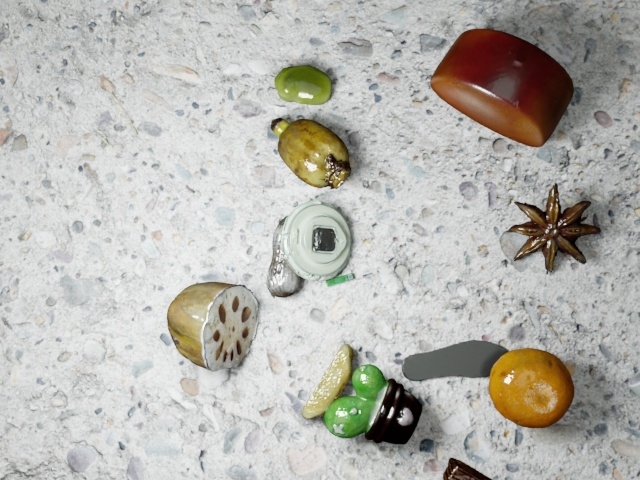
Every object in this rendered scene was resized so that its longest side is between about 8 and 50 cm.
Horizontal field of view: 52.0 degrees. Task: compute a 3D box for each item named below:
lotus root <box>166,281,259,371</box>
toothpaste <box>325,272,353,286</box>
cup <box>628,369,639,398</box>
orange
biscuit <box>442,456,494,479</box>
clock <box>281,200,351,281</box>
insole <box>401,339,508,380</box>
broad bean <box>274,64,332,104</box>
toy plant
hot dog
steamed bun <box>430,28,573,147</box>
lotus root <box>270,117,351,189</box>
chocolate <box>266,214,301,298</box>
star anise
[{"bbox_3d":[-0.315,0.234,1.846,0.192,0.272,0.271,7,83,21],"label":"lotus root"},{"bbox_3d":[0.056,0.116,1.934,0.083,0.017,0.020,-16,84,3],"label":"toothpaste"},{"bbox_3d":[0.929,0.409,1.796,0.133,0.136,0.099,47,122,9],"label":"cup"},{"bbox_3d":[0.567,0.397,1.779,0.224,0.170,0.223,0,99,-1],"label":"orange"},{"bbox_3d":[0.508,0.719,1.770,0.389,0.107,0.073,30,89,8],"label":"biscuit"},{"bbox_3d":[0.000,0.000,1.876,0.237,0.053,0.236,3,84,-29],"label":"clock"},{"bbox_3d":[0.387,0.349,1.878,0.310,0.012,0.110,-11,83,3],"label":"insole"},{"bbox_3d":[-0.053,-0.471,1.996,0.175,0.082,0.124,2,83,-5],"label":"broad bean"},{"bbox_3d":[0.145,0.462,1.798,0.235,0.175,0.217,25,80,5],"label":"toy plant"},{"bbox_3d":[0.032,0.409,1.864,0.073,0.084,0.242,32,86,4],"label":"hot dog"},{"bbox_3d":[0.517,-0.439,1.855,0.379,0.248,0.235,33,87,7],"label":"steamed bun"},{"bbox_3d":[-0.025,-0.261,1.930,0.169,0.141,0.314,-44,72,-5],"label":"lotus root"},{"bbox_3d":[-0.096,0.048,1.912,0.110,0.110,0.247,6,88,5],"label":"chocolate"},{"bbox_3d":[0.655,-0.038,1.870,0.272,0.102,0.271,3,108,10],"label":"star anise"}]
